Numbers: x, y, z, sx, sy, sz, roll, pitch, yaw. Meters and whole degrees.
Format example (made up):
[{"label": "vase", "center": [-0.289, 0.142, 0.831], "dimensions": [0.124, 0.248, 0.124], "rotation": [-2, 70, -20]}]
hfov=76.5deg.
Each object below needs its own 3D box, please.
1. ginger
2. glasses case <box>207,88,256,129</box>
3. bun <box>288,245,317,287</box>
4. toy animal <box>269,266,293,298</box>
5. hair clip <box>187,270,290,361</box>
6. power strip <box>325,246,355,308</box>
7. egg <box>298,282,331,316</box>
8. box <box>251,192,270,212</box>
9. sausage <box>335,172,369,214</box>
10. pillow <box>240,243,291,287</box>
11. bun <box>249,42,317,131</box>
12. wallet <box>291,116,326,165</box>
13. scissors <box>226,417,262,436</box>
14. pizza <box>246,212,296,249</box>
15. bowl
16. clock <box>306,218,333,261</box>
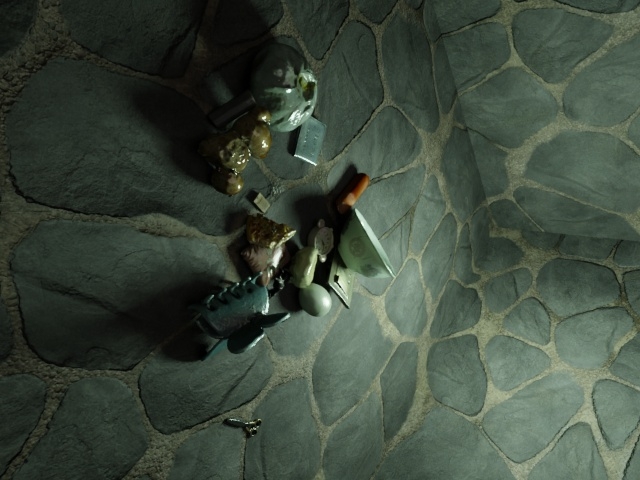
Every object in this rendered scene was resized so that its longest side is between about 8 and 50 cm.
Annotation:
[{"label": "ginger", "center": [-0.319, -0.370, 1.607], "dimensions": [0.375, 0.176, 0.256], "rotation": [-52, 137, -13]}, {"label": "glasses case", "center": [-0.347, -0.517, 1.605], "dimensions": [0.191, 0.042, 0.072], "rotation": [-34, 119, -5]}, {"label": "bun", "center": [-0.093, 0.125, 1.972], "dimensions": [0.222, 0.128, 0.222], "rotation": [15, 90, -81]}, {"label": "toy animal", "center": [-0.197, 0.200, 1.900], "dimensions": [0.105, 0.070, 0.202], "rotation": [-13, 140, -54]}, {"label": "hair clip", "center": [-0.339, 0.299, 1.652], "dimensions": [0.318, 0.392, 0.238], "rotation": [-26, 89, -40]}, {"label": "power strip", "center": [0.099, 0.208, 2.219], "dimensions": [0.257, 0.092, 0.251], "rotation": [55, 30, -37]}, {"label": "egg", "center": [-0.031, 0.300, 2.065], "dimensions": [0.209, 0.151, 0.151], "rotation": [49, 62, -37]}, {"label": "box", "center": [-0.268, -0.169, 1.819], "dimensions": [0.083, 0.024, 0.053], "rotation": [51, 60, -38]}, {"label": "sausage", "center": [0.174, -0.261, 2.234], "dimensions": [0.300, 0.083, 0.089], "rotation": [-50, 136, -25]}, {"label": "pillow", "center": [-0.238, 0.073, 1.851], "dimensions": [0.236, 0.084, 0.223], "rotation": [-46, 128, -30]}, {"label": "bun", "center": [-0.144, -0.650, 1.728], "dimensions": [0.362, 0.211, 0.361], "rotation": [-10, 103, -47]}, {"label": "wallet", "center": [-0.055, -0.492, 1.980], "dimensions": [0.167, 0.036, 0.221], "rotation": [16, 86, -47]}, {"label": "scissors", "center": [-0.364, 0.865, 1.911], "dimensions": [0.220, 0.017, 0.088], "rotation": [41, 70, -43]}, {"label": "pizza", "center": [-0.222, -0.035, 1.778], "dimensions": [0.226, 0.069, 0.147], "rotation": [21, 61, -10]}, {"label": "bowl", "center": [0.218, 0.055, 2.204], "dimensions": [0.196, 0.434, 0.434], "rotation": [-30, 130, 11]}, {"label": "clock", "center": [0.000, 0.000, 2.112], "dimensions": [0.156, 0.063, 0.229], "rotation": [-22, 115, -46]}]
